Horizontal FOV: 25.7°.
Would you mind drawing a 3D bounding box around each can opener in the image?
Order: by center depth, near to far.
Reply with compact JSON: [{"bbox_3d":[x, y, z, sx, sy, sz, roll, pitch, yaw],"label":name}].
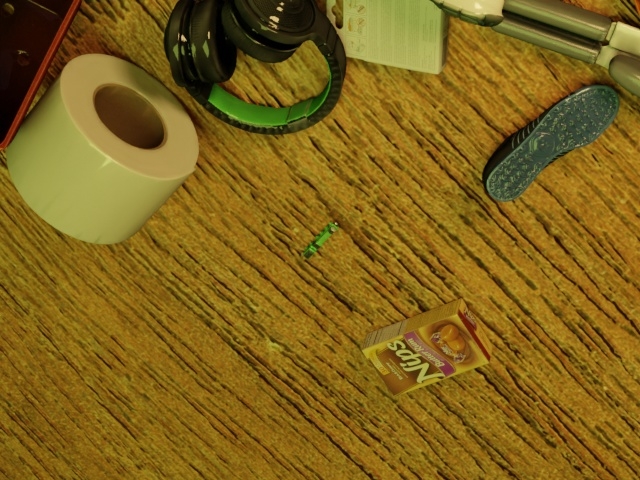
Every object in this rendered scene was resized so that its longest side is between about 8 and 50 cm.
[{"bbox_3d":[0.371,-0.277,1.944,0.280,0.093,0.074,23,126,6],"label":"can opener"}]

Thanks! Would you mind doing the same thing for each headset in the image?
[{"bbox_3d":[-0.120,-0.328,2.042,0.243,0.185,0.394,-17,131,29],"label":"headset"}]

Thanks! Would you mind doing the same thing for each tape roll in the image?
[{"bbox_3d":[-0.330,-0.138,2.130,0.246,0.246,0.169,40,123,-11],"label":"tape roll"}]

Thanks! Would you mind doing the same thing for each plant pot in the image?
[{"bbox_3d":[-0.502,-0.300,2.047,0.267,0.236,0.267,27,91,-2],"label":"plant pot"}]

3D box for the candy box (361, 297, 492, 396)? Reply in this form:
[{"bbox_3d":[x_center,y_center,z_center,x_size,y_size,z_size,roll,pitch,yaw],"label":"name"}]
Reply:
[{"bbox_3d":[0.175,0.178,2.308,0.186,0.053,0.109,-23,114,28],"label":"candy box"}]

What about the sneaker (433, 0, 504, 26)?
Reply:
[{"bbox_3d":[0.131,-0.396,1.906,0.297,0.111,0.129,25,95,9],"label":"sneaker"}]

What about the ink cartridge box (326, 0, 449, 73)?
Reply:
[{"bbox_3d":[0.097,-0.325,2.024,0.179,0.045,0.145,15,126,22],"label":"ink cartridge box"}]

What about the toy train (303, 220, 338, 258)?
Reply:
[{"bbox_3d":[0.000,0.000,2.260,0.017,0.024,0.083,38,124,-10],"label":"toy train"}]

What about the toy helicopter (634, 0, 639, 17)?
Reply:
[{"bbox_3d":[0.457,-0.418,1.825,0.235,0.140,0.355,-30,100,39],"label":"toy helicopter"}]

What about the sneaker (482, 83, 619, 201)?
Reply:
[{"bbox_3d":[0.328,-0.151,2.045,0.232,0.090,0.081,-38,106,10],"label":"sneaker"}]
